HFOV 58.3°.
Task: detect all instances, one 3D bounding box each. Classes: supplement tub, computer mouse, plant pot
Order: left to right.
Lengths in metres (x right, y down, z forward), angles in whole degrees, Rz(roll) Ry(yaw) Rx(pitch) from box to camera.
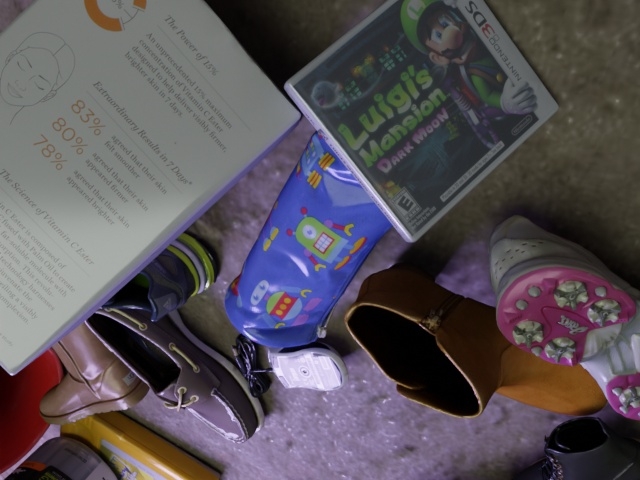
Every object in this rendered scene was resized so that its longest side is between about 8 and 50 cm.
[{"bbox_3d":[-0.641,0.253,1.000,0.243,0.275,0.275,14,124,28],"label":"plant pot"},{"bbox_3d":[-0.521,0.520,0.998,0.193,0.316,0.194,12,122,20],"label":"supplement tub"},{"bbox_3d":[-0.037,0.173,0.802,0.192,0.042,0.106,-8,110,34],"label":"computer mouse"}]

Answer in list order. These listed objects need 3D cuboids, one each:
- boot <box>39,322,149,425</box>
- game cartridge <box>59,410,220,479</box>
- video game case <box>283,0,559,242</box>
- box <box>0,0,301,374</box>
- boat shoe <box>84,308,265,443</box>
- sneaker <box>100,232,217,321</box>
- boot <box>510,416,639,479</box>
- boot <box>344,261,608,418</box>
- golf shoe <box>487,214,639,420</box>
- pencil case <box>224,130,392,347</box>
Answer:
[{"bbox_3d":[-0.432,0.165,0.951,0.236,0.089,0.270,-18,111,18],"label":"boot"},{"bbox_3d":[-0.367,0.460,1.112,0.323,0.053,0.285,27,126,7],"label":"game cartridge"},{"bbox_3d":[0.094,-0.124,0.499,0.173,0.190,0.022,50,171,-9],"label":"video game case"},{"bbox_3d":[-0.215,-0.082,0.556,0.345,0.168,0.215,-41,98,3],"label":"box"},{"bbox_3d":[-0.215,0.193,0.857,0.116,0.097,0.324,-32,102,35],"label":"boat shoe"},{"bbox_3d":[-0.298,0.022,0.778,0.299,0.121,0.111,14,123,17],"label":"sneaker"},{"bbox_3d":[0.267,0.262,0.665,0.198,0.077,0.137,-39,126,24],"label":"boot"},{"bbox_3d":[0.163,0.127,0.567,0.295,0.211,0.104,31,108,7],"label":"boot"},{"bbox_3d":[0.281,0.075,0.564,0.306,0.140,0.115,34,117,-25],"label":"golf shoe"},{"bbox_3d":[0.000,0.000,0.631,0.133,0.119,0.306,35,127,5],"label":"pencil case"}]
